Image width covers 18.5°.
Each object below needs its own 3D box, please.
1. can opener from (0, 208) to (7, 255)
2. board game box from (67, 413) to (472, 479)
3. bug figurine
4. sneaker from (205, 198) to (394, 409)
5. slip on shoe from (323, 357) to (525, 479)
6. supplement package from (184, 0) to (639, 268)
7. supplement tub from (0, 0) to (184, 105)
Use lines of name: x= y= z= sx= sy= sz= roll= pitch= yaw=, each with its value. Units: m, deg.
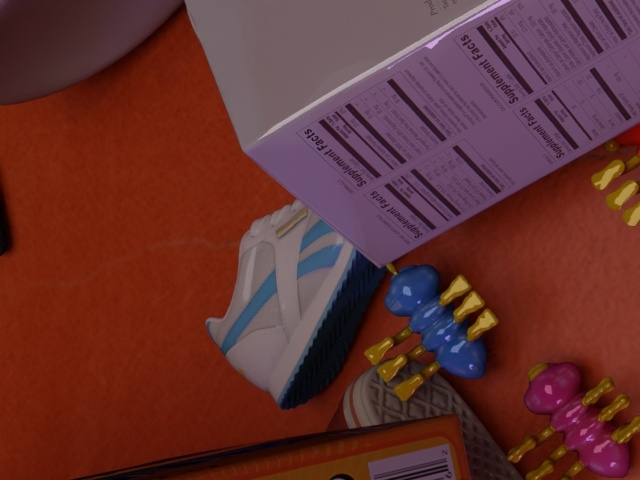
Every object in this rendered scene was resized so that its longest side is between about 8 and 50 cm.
can opener: x=-0.283 y=-0.073 z=1.510 sx=0.059 sy=0.073 sz=0.186 roll=-23 pitch=83 yaw=-14
board game box: x=-0.123 y=0.324 z=1.203 sx=0.356 sy=0.356 sz=0.356 roll=-15 pitch=84 yaw=51
bug figurine: x=0.176 y=0.037 z=1.265 sx=0.279 sy=0.072 sz=0.216 roll=-37 pitch=81 yaw=18
sneaker: x=0.000 y=0.000 z=1.346 sx=0.092 sy=0.087 sz=0.228 roll=36 pitch=104 yaw=24
slip on shoe: x=0.108 y=0.234 z=1.292 sx=0.331 sy=0.123 sz=0.101 roll=56 pitch=135 yaw=15
supplement package: x=0.076 y=-0.155 z=1.190 sx=0.263 sy=0.198 sz=0.199 roll=-30 pitch=58 yaw=13
supplement tub: x=-0.246 y=-0.288 z=1.375 sx=0.241 sy=0.241 sz=0.331 roll=-43 pitch=73 yaw=21
